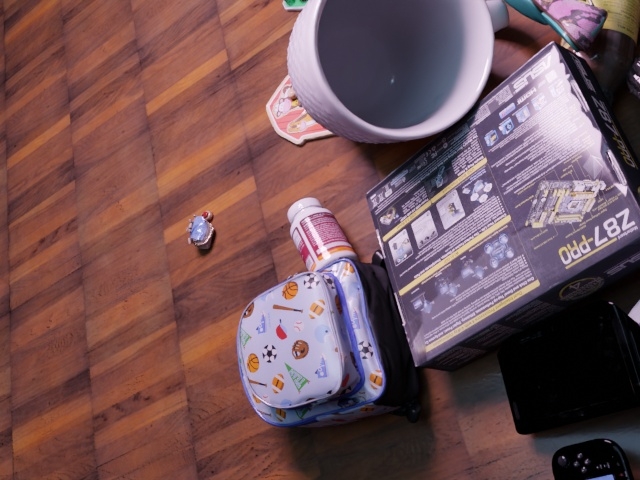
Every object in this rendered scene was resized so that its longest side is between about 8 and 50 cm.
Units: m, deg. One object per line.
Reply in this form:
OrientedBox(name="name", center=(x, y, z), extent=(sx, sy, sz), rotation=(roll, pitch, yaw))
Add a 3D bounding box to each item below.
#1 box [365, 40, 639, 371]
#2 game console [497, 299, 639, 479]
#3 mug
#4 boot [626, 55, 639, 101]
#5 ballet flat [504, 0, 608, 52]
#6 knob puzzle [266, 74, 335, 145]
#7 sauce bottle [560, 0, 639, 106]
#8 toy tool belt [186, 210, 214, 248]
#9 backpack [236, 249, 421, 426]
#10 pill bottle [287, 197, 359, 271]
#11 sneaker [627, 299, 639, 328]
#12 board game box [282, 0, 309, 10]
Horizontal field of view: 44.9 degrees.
OrientedBox(name="box", center=(0.257, -0.037, 1.109), extent=(0.395, 0.097, 0.318), rotation=(-39, 50, 35))
OrientedBox(name="game console", center=(0.345, 0.269, 0.968), extent=(0.213, 0.044, 0.361), rotation=(-37, 58, 50))
OrientedBox(name="mug", center=(0.127, -0.309, 1.256), extent=(0.374, 0.276, 0.328), rotation=(-22, 9, -11))
OrientedBox(name="boot", center=(0.592, -0.208, 0.978), extent=(0.348, 0.131, 0.260), rotation=(-26, 58, 25))
OrientedBox(name="ballet flat", center=(0.344, -0.348, 1.132), extent=(0.079, 0.077, 0.221), rotation=(-44, 39, 13))
OrientedBox(name="knob puzzle", center=(-0.033, -0.278, 1.516), extent=(0.213, 0.030, 0.213), rotation=(-14, 64, 31))
OrientedBox(name="sauce bottle", center=(0.416, -0.302, 1.155), extent=(0.111, 0.111, 0.344), rotation=(2, 73, 36))
OrientedBox(name="toy tool belt", center=(-0.241, -0.026, 1.545), extent=(0.052, 0.051, 0.083), rotation=(-7, 67, 33))
OrientedBox(name="backpack", center=(-0.008, 0.174, 1.209), extent=(0.263, 0.213, 0.276), rotation=(-30, 59, 36))
OrientedBox(name="pill bottle", center=(0.000, 0.000, 1.341), extent=(0.086, 0.086, 0.152), rotation=(-39, 54, 16))
OrientedBox(name="sneaker", center=(0.505, 0.085, 0.941), extent=(0.282, 0.102, 0.161), rotation=(-44, 55, 12))
OrientedBox(name="board game box", center=(0.119, -0.649, 1.549), extent=(0.390, 0.050, 0.389), rotation=(11, 78, 37))
